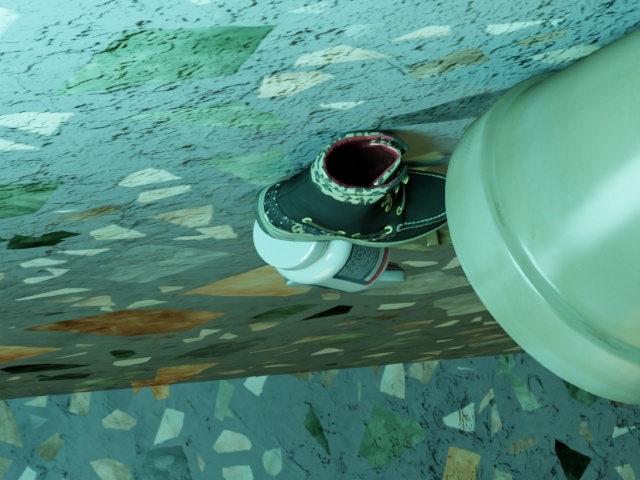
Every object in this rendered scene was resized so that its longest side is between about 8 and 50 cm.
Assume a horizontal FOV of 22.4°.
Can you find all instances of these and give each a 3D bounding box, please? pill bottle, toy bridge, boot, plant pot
[{"bbox_3d":[0.000,0.000,1.858,0.108,0.108,0.180,-13,168,23],"label":"pill bottle"},{"bbox_3d":[0.231,-0.017,2.162,0.188,0.026,0.063,-11,170,13],"label":"toy bridge"},{"bbox_3d":[0.067,-0.054,1.693,0.236,0.085,0.178,-3,166,-23],"label":"boot"},{"bbox_3d":[0.312,-0.063,1.379,0.323,0.323,0.280,-2,150,-31],"label":"plant pot"}]

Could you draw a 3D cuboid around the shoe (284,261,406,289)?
[{"bbox_3d":[0.031,0.017,2.030,0.178,0.081,0.063,3,165,-33],"label":"shoe"}]
